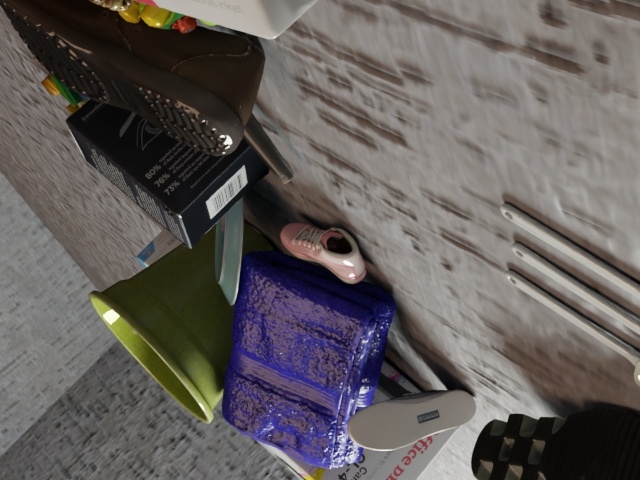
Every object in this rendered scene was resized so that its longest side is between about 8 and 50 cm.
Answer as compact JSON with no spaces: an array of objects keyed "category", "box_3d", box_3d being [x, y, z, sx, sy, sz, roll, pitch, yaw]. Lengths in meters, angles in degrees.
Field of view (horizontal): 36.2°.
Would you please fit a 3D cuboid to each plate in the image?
[{"category":"plate","box_3d":[-0.131,-0.002,1.382,0.024,0.188,0.188,2,167,-11]}]

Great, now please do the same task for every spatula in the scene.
[{"category":"spatula","box_3d":[0.261,0.066,0.889,0.242,0.019,0.168,34,161,28]}]

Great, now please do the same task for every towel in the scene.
[{"category":"towel","box_3d":[-0.028,0.176,1.378,0.227,0.076,0.308,18,123,11]}]

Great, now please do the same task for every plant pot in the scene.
[{"category":"plant pot","box_3d":[-0.182,0.105,1.566,0.276,0.254,0.276,41,160,18]}]

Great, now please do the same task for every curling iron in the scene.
[{"category":"curling iron","box_3d":[-0.123,-0.177,1.152,0.274,0.035,0.068,47,160,-5]}]

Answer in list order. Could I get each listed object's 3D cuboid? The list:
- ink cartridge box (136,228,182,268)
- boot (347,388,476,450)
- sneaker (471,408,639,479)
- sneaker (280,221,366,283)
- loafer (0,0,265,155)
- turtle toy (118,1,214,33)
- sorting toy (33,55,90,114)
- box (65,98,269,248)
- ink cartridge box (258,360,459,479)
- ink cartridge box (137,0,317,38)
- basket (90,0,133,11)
[{"category":"ink cartridge box","box_3d":[-0.275,0.055,1.943,0.143,0.092,0.090,32,159,36]},{"category":"boot","box_3d":[0.120,0.252,1.386,0.086,0.190,0.069,158,105,-73]},{"category":"sneaker","box_3d":[0.320,0.267,1.101,0.146,0.122,0.330,30,166,-18]},{"category":"sneaker","box_3d":[0.000,0.000,1.269,0.134,0.051,0.070,31,157,27]},{"category":"loafer","box_3d":[-0.207,-0.219,1.081,0.366,0.130,0.134,31,162,19]},{"category":"turtle toy","box_3d":[-0.134,-0.241,0.957,0.066,0.095,0.130,31,176,-42]},{"category":"sorting toy","box_3d":[-0.392,-0.224,1.637,0.229,0.041,0.307,50,162,-18]},{"category":"box","box_3d":[-0.193,-0.120,1.250,0.207,0.153,0.108,40,163,17]},{"category":"ink cartridge box","box_3d":[0.033,0.286,1.565,0.306,0.226,0.131,39,164,12]},{"category":"ink cartridge box","box_3d":[-0.139,-0.340,0.596,0.279,0.160,0.385,27,156,44]},{"category":"basket","box_3d":[-0.268,-0.372,0.931,0.299,0.223,0.213,30,-169,37]}]
